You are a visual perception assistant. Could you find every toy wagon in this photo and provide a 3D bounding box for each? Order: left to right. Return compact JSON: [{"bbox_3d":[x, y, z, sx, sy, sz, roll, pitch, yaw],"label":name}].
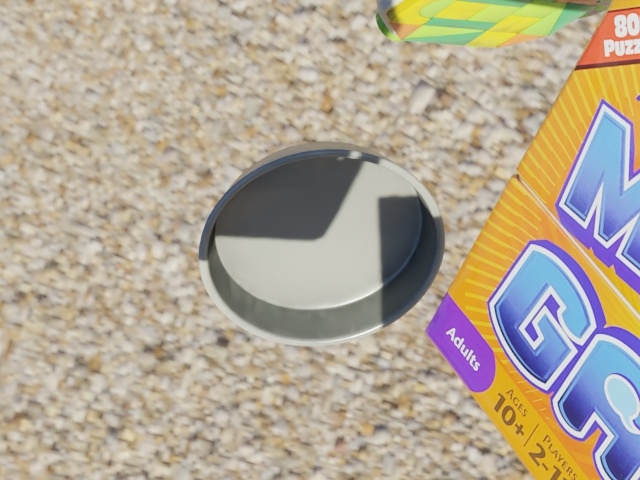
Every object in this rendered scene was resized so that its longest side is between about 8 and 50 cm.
[{"bbox_3d":[0.242,-0.304,1.882,0.267,0.344,0.068,-28,65,56],"label":"toy wagon"}]

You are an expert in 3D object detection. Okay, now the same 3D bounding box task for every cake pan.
[{"bbox_3d":[0.000,0.000,1.835,0.293,0.293,0.054,-38,33,20],"label":"cake pan"}]

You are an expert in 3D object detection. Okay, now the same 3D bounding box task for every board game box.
[{"bbox_3d":[0.369,0.047,1.150,0.356,0.357,0.356,53,136,31],"label":"board game box"}]
